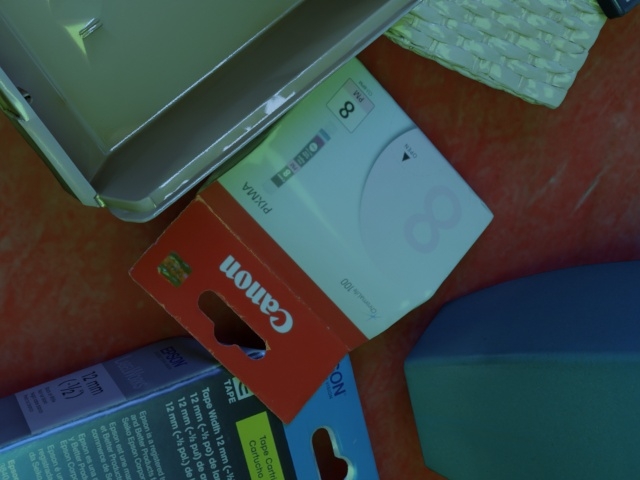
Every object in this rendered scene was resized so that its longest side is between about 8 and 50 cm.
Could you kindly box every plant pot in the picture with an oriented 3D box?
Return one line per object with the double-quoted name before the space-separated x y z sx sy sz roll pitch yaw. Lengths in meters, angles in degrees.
"plant pot" 0.197 0.118 0.969 0.234 0.165 0.166 -1 115 27

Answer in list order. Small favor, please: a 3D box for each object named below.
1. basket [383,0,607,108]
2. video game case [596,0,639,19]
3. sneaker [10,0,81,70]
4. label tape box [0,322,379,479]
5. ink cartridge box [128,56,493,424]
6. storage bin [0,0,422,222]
"basket" 0.119 -0.178 0.903 0.167 0.103 0.113 21 107 -15
"video game case" 0.257 -0.314 0.856 0.274 0.026 0.196 -38 104 -12
"sneaker" -0.167 -0.215 0.854 0.130 0.109 0.286 -12 116 -14
"label tape box" -0.129 0.223 0.998 0.347 0.115 0.249 -20 107 -19
"ink cartridge box" 0.000 0.000 0.934 0.189 0.066 0.232 46 69 -21
"storage bin" -0.116 -0.191 0.770 0.260 0.123 0.262 -41 119 -12
